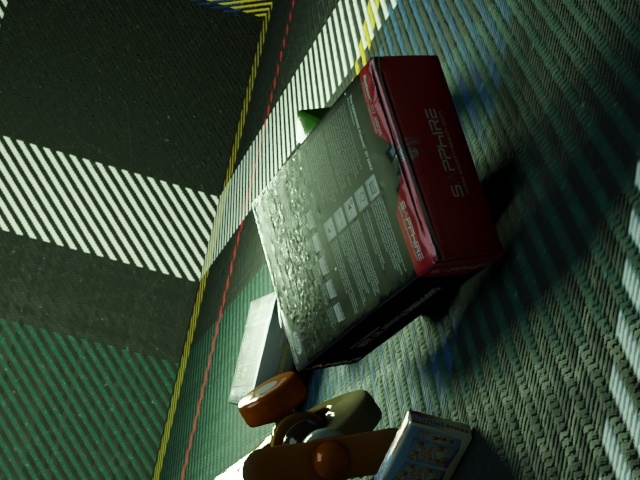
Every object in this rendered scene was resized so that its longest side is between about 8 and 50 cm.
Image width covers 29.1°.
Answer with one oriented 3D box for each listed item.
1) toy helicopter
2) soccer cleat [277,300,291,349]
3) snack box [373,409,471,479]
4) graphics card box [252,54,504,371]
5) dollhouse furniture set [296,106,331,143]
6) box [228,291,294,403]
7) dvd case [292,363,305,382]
[{"bbox_3d":[-0.057,0.271,1.334,0.355,0.140,0.235,-36,11,-39],"label":"toy helicopter"},{"bbox_3d":[0.018,0.014,1.762,0.116,0.108,0.318,141,145,-65],"label":"soccer cleat"},{"bbox_3d":[0.084,0.244,1.201,0.022,0.064,0.178,-91,20,-58],"label":"snack box"},{"bbox_3d":[0.048,-0.017,1.373,0.371,0.094,0.233,-45,57,56],"label":"graphics card box"},{"bbox_3d":[0.098,-0.044,1.541,0.301,0.151,0.197,33,125,56],"label":"dollhouse furniture set"},{"bbox_3d":[-0.087,0.183,2.011,0.231,0.056,0.183,150,134,-74],"label":"box"},{"bbox_3d":[-0.049,0.167,2.065,0.238,0.029,0.179,148,136,-75],"label":"dvd case"}]
